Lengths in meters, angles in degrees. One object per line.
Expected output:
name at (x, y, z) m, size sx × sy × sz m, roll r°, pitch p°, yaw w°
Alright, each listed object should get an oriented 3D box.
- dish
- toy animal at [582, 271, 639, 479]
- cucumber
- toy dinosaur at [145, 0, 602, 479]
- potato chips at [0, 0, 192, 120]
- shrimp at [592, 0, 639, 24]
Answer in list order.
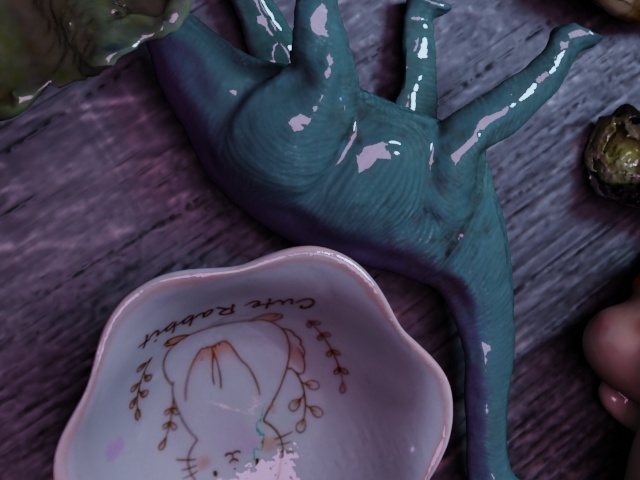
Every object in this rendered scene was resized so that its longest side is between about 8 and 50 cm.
dish at (-0.041, 0.107, 0.696) m, size 0.229 × 0.081 × 0.230 m, roll -2°, pitch 100°, yaw -14°
toy animal at (0.264, 0.093, 0.765) m, size 0.171 × 0.171 × 0.198 m, roll -4°, pitch 94°, yaw -19°
cucumber at (0.299, -0.020, 0.823) m, size 0.245 × 0.067 × 0.067 m, roll 21°, pitch 83°, yaw -16°
toy dinosaur at (0.000, 0.000, 0.713) m, size 0.383 × 0.129 × 0.331 m, roll 12°, pitch 94°, yaw -16°
potato chips at (-0.203, -0.219, 0.598) m, size 0.389 × 0.097 × 0.373 m, roll 34°, pitch 77°, yaw 9°
shrimp at (0.213, -0.327, 0.800) m, size 0.233 × 0.071 × 0.365 m, roll -10°, pitch 93°, yaw -28°
